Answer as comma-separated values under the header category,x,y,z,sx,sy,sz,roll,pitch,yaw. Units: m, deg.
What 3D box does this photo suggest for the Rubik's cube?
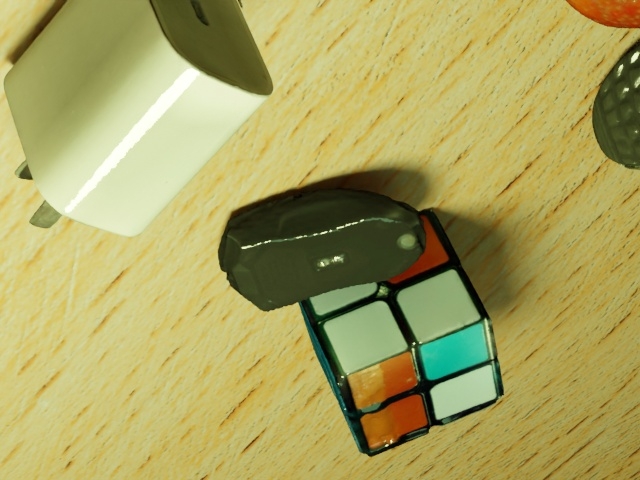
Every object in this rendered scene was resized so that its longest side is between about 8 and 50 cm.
category,x,y,z,sx,sy,sz,roll,pitch,yaw
Rubik's cube,0.085,0.104,1.972,0.180,0.167,0.183,-23,144,-2

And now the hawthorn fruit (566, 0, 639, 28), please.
category,x,y,z,sx,sy,sz,roll,pitch,yaw
hawthorn fruit,0.246,-0.307,1.584,0.165,0.165,0.285,-35,132,15

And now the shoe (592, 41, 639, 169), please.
category,x,y,z,sx,sy,sz,roll,pitch,yaw
shoe,0.448,-0.174,1.857,0.336,0.132,0.171,-22,174,34

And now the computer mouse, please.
category,x,y,z,sx,sy,sz,roll,pitch,yaw
computer mouse,0.000,0.000,1.876,0.217,0.073,0.122,-14,133,0

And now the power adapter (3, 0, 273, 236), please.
category,x,y,z,sx,sy,sz,roll,pitch,yaw
power adapter,-0.179,-0.115,1.543,0.124,0.187,0.255,20,126,-42
